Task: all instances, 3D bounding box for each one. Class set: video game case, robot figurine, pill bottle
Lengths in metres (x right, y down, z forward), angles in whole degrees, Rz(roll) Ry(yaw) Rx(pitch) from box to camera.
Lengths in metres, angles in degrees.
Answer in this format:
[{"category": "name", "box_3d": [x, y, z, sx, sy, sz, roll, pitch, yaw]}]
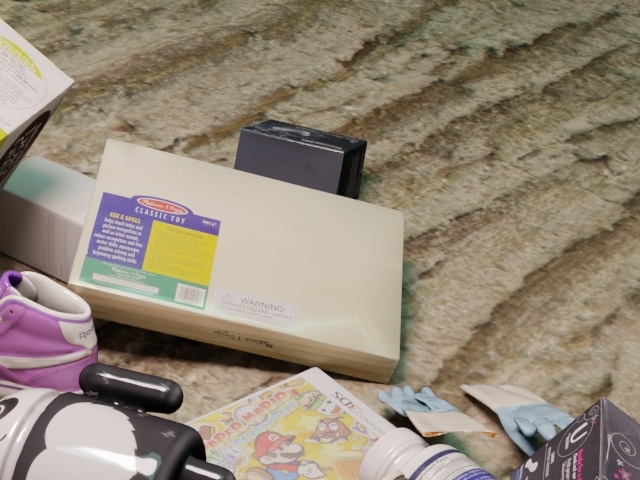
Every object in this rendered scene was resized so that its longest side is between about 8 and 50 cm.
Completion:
[{"category": "video game case", "box_3d": [-0.025, 0.235, 1.636, 0.227, 0.026, 0.206, -21, 40, -36]}, {"category": "robot figurine", "box_3d": [-0.219, 0.244, 1.442, 0.278, 0.174, 0.209, 14, 24, 13]}, {"category": "pill bottle", "box_3d": [0.131, 0.276, 1.510, 0.112, 0.112, 0.186, -20, 39, -36]}]

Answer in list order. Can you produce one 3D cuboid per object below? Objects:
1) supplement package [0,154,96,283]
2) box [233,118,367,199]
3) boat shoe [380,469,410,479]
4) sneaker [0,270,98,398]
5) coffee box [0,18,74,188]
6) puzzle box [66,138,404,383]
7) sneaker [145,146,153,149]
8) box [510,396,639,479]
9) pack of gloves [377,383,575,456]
[{"category": "supplement package", "box_3d": [-0.342, -0.025, 1.936, 0.179, 0.105, 0.105, 23, 36, 25]}, {"category": "box", "box_3d": [-0.028, -0.109, 2.098, 0.156, 0.093, 0.158, 13, 13, 11]}, {"category": "boat shoe", "box_3d": [0.004, 0.351, 1.367, 0.095, 0.112, 0.335, 37, 51, 16]}, {"category": "sneaker", "box_3d": [-0.394, 0.096, 1.676, 0.282, 0.161, 0.102, 4, 32, -1]}, {"category": "coffee box", "box_3d": [-0.560, -0.124, 1.724, 0.338, 0.337, 0.334, 40, 34, -3]}, {"category": "puzzle box", "box_3d": [-0.097, 0.021, 1.833, 0.408, 0.052, 0.272, 14, 43, -7]}, {"category": "sneaker", "box_3d": [-0.243, -0.061, 2.072, 0.071, 0.066, 0.188, 21, 36, -7]}, {"category": "box", "box_3d": [0.310, 0.297, 1.376, 0.247, 0.142, 0.163, 36, 30, -10]}, {"category": "pack of gloves", "box_3d": [0.176, 0.208, 1.657, 0.195, 0.046, 0.232, 1, 7, -12]}]
